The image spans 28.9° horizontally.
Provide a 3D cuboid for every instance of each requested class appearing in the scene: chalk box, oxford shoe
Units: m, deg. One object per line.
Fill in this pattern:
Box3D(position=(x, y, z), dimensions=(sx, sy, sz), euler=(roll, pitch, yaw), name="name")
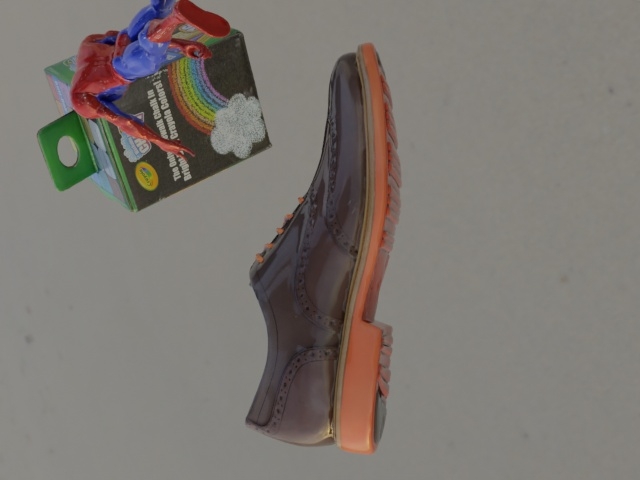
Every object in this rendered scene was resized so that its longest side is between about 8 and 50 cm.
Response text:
Box3D(position=(-0.245, -0.166, 1.669), dimensions=(0.179, 0.289, 0.180), euler=(32, 142, 53), name="chalk box")
Box3D(position=(0.000, 0.000, 0.817), dimensions=(0.097, 0.098, 0.271), euler=(49, -135, -76), name="oxford shoe")

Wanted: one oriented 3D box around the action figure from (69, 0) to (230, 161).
Box3D(position=(-0.128, -0.154, 1.087), dimensions=(0.280, 0.139, 0.092), euler=(-19, 57, 54), name="action figure")
